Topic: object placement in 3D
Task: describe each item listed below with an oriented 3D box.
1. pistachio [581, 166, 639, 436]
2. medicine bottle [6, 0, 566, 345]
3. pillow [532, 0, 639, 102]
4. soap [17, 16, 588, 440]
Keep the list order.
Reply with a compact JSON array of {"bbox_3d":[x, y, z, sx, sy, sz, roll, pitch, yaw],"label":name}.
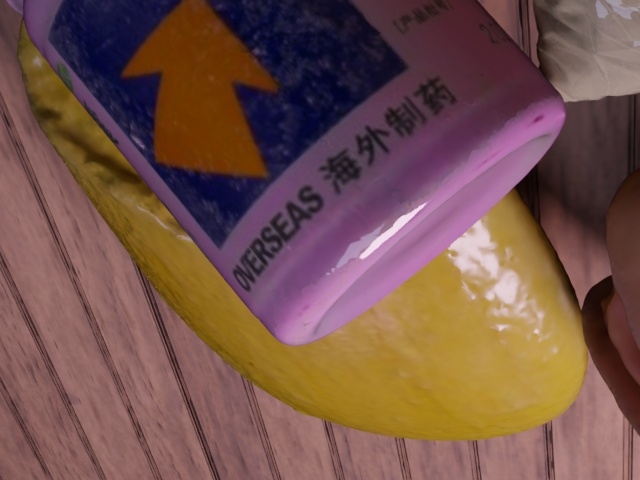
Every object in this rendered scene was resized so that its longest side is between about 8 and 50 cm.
[{"bbox_3d":[0.280,0.079,0.799,0.309,0.230,0.230,47,154,33],"label":"pistachio"},{"bbox_3d":[-0.038,-0.110,0.688,0.290,0.178,0.178,50,140,8],"label":"medicine bottle"},{"bbox_3d":[0.212,-0.193,0.583,0.281,0.076,0.274,-6,118,14],"label":"pillow"},{"bbox_3d":[-0.001,0.002,0.932,0.306,0.115,0.427,-10,132,34],"label":"soap"}]
